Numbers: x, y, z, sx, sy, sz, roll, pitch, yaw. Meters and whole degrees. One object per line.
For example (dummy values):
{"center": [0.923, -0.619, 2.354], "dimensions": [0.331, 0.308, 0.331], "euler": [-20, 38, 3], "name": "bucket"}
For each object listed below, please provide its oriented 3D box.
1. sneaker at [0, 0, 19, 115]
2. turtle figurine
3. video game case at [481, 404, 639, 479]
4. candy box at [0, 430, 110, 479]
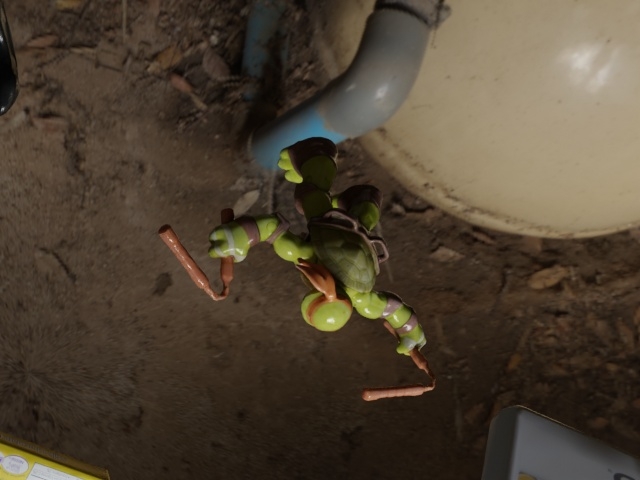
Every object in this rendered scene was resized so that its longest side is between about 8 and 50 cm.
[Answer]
{"center": [-0.275, -0.207, 0.609], "dimensions": [0.109, 0.130, 0.286], "euler": [-34, 133, -15], "name": "sneaker"}
{"center": [0.000, 0.000, 0.764], "dimensions": [0.269, 0.087, 0.217], "euler": [29, 34, -20], "name": "turtle figurine"}
{"center": [0.146, 0.206, 0.365], "dimensions": [0.206, 0.026, 0.227], "euler": [24, 56, -11], "name": "video game case"}
{"center": [-0.283, 0.195, 0.716], "dimensions": [0.206, 0.027, 0.105], "euler": [29, 98, -24], "name": "candy box"}
